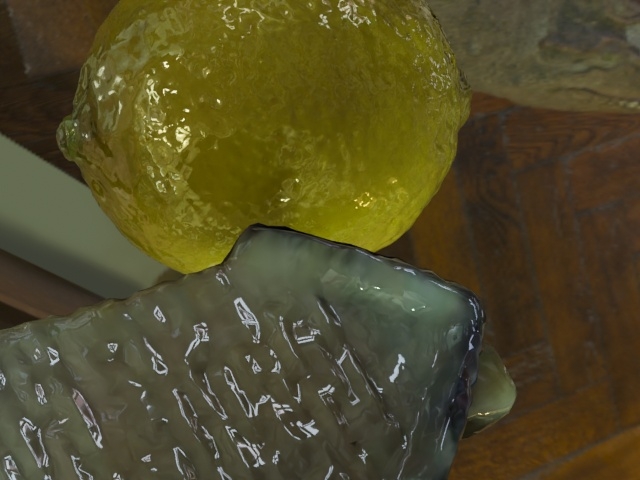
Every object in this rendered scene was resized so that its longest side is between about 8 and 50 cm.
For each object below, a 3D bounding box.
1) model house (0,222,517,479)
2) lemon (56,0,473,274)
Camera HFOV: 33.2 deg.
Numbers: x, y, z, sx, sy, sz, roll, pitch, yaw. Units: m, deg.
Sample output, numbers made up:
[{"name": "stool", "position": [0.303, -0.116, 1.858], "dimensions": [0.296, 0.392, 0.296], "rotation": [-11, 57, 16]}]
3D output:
[{"name": "model house", "position": [-0.011, 0.160, 0.474], "dimensions": [0.284, 0.243, 0.298], "rotation": [-24, 72, -27]}, {"name": "lemon", "position": [-0.031, -0.093, 0.783], "dimensions": [0.320, 0.245, 0.245], "rotation": [-12, 98, -24]}]
